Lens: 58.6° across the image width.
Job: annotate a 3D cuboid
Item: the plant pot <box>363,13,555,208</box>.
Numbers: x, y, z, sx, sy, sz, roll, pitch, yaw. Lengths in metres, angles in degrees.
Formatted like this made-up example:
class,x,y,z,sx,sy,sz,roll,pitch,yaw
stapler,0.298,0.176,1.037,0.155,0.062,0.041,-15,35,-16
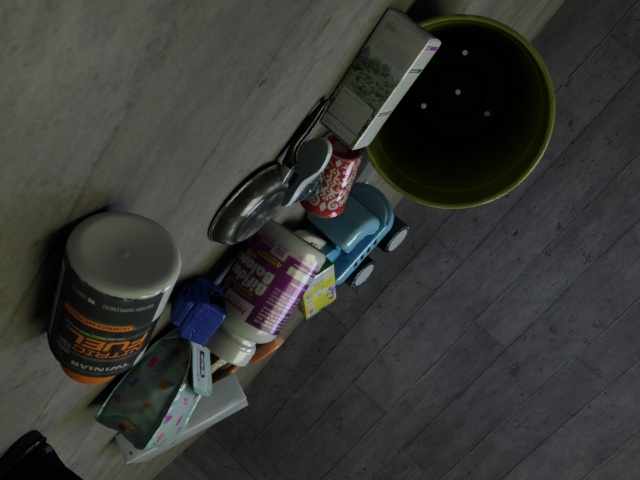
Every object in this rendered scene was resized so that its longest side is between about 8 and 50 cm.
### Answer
class,x,y,z,sx,sy,sz,roll,pitch,yaw
plant pot,0.295,-0.300,1.238,0.367,0.366,0.353,-53,-179,27

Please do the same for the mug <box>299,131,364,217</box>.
class,x,y,z,sx,sy,sz,roll,pitch,yaw
mug,0.019,-0.159,1.241,0.113,0.150,0.169,-4,145,-22

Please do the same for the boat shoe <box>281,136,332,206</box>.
class,x,y,z,sx,sy,sz,roll,pitch,yaw
boat shoe,-0.019,-0.141,1.142,0.083,0.065,0.183,-18,159,-48

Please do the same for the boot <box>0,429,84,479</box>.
class,x,y,z,sx,sy,sz,roll,pitch,yaw
boot,-0.517,0.495,1.014,0.246,0.207,0.094,-48,171,2

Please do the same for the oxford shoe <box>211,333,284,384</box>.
class,x,y,z,sx,sy,sz,roll,pitch,yaw
oxford shoe,-0.291,0.351,1.815,0.363,0.133,0.130,-32,-177,15

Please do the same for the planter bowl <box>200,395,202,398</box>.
class,x,y,z,sx,sy,sz,roll,pitch,yaw
planter bowl,-0.378,0.406,1.610,0.162,0.109,0.162,-47,171,-10

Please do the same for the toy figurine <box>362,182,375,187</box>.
class,x,y,z,sx,sy,sz,roll,pitch,yaw
toy figurine,0.111,-0.095,1.942,0.159,0.130,0.173,-37,-150,59

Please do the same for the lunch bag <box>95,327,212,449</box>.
class,x,y,z,sx,sy,sz,roll,pitch,yaw
lunch bag,-0.345,0.326,1.300,0.262,0.160,0.223,-58,169,-15

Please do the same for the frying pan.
class,x,y,z,sx,sy,sz,roll,pitch,yaw
frying pan,-0.083,-0.107,1.081,0.326,0.053,0.197,-44,171,-6

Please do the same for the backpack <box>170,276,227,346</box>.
class,x,y,z,sx,sy,sz,roll,pitch,yaw
backpack,-0.242,0.127,1.134,0.098,0.101,0.120,-47,-156,14

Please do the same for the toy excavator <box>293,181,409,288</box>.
class,x,y,z,sx,sy,sz,roll,pitch,yaw
toy excavator,0.000,0.000,1.549,0.433,0.222,0.445,-48,157,1

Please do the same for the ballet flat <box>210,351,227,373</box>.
class,x,y,z,sx,sy,sz,roll,pitch,yaw
ballet flat,-0.286,0.280,1.544,0.348,0.123,0.123,-41,168,-41

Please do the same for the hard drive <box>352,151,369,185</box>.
class,x,y,z,sx,sy,sz,roll,pitch,yaw
hard drive,0.068,-0.185,1.424,0.172,0.054,0.255,-40,168,-43

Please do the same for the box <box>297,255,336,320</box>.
class,x,y,z,sx,sy,sz,roll,pitch,yaw
box,-0.012,0.128,1.471,0.105,0.043,0.179,-32,144,-21

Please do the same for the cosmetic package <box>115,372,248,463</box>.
class,x,y,z,sx,sy,sz,roll,pitch,yaw
cosmetic package,-0.413,0.555,1.774,0.377,0.098,0.284,-26,167,-15

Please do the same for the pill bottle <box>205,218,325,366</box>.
class,x,y,z,sx,sy,sz,roll,pitch,yaw
pill bottle,-0.134,0.115,1.246,0.302,0.169,0.169,-58,171,0

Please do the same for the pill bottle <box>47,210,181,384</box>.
class,x,y,z,sx,sy,sz,roll,pitch,yaw
pill bottle,-0.270,0.088,0.725,0.130,0.130,0.246,-38,166,-48

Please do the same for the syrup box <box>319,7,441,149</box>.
class,x,y,z,sx,sy,sz,roll,pitch,yaw
syrup box,0.105,-0.289,1.039,0.237,0.093,0.096,-53,169,27
